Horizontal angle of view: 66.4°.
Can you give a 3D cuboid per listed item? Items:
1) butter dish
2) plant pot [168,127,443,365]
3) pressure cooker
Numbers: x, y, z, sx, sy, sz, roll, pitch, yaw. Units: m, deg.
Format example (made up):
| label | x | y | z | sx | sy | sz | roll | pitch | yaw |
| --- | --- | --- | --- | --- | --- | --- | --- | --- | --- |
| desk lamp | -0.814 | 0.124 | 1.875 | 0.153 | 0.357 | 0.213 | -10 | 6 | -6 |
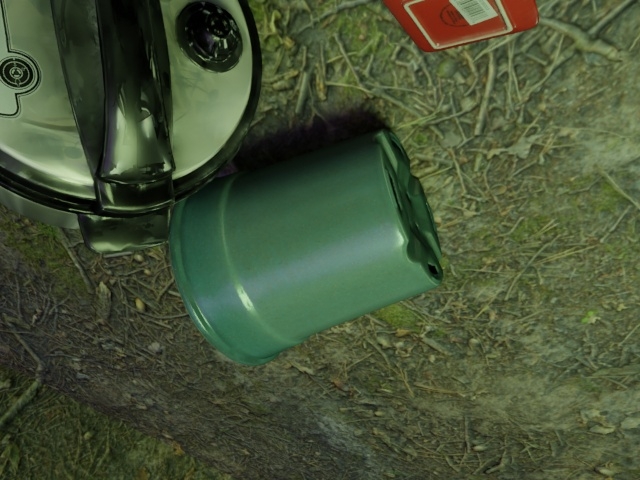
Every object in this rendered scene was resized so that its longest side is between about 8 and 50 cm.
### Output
| label | x | y | z | sx | sy | sz | roll | pitch | yaw |
| --- | --- | --- | --- | --- | --- | --- | --- | --- | --- |
| butter dish | 0.172 | -0.321 | 0.592 | 0.159 | 0.118 | 0.160 | 1 | 168 | 36 |
| plant pot | 0.000 | 0.000 | 0.796 | 0.334 | 0.341 | 0.341 | -19 | 120 | 22 |
| pressure cooker | -0.276 | -0.207 | 0.600 | 0.370 | 0.376 | 0.420 | 43 | 158 | -23 |
